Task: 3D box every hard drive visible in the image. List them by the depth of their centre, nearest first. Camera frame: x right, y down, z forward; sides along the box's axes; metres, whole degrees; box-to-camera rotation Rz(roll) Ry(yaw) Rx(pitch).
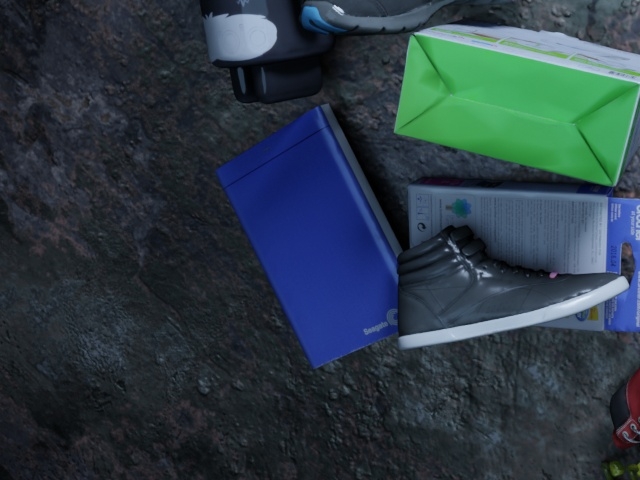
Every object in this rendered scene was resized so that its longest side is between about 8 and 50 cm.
[{"bbox_3d":[0.000,0.000,1.523,0.210,0.040,0.318,-28,88,36],"label":"hard drive"}]

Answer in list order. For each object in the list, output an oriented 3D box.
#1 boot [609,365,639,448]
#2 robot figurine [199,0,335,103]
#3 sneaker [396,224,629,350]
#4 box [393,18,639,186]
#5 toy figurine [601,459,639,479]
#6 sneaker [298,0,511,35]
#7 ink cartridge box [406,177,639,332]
[{"bbox_3d":[0.436,0.226,1.344,0.088,0.244,0.176,24,114,-14],"label":"boot"},{"bbox_3d":[-0.070,-0.321,1.428,0.209,0.173,0.278,-4,103,19],"label":"robot figurine"},{"bbox_3d":[0.226,0.040,1.379,0.296,0.104,0.146,-13,83,14],"label":"sneaker"},{"bbox_3d":[0.251,-0.176,1.305,0.262,0.231,0.126,16,109,17],"label":"box"},{"bbox_3d":[0.377,0.397,1.316,0.217,0.362,0.191,-28,92,-17],"label":"toy figurine"},{"bbox_3d":[0.106,-0.323,1.270,0.125,0.341,0.139,16,123,47],"label":"sneaker"},{"bbox_3d":[0.271,0.017,1.442,0.311,0.065,0.185,4,107,23],"label":"ink cartridge box"}]
